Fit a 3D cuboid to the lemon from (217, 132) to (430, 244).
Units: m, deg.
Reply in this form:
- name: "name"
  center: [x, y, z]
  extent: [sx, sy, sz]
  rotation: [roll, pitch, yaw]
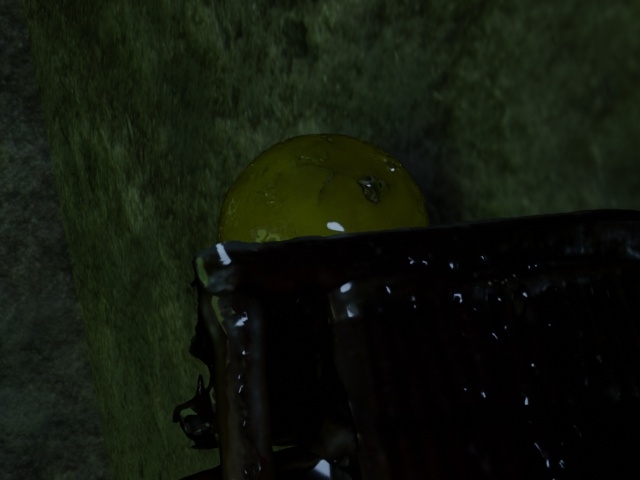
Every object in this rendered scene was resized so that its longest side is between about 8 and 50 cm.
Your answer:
- name: "lemon"
  center: [0.000, 0.000, 0.742]
  extent: [0.206, 0.173, 0.174]
  rotation: [173, 89, -73]

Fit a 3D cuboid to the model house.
- name: "model house"
  center: [0.079, 0.161, 0.452]
  extent: [0.317, 0.297, 0.283]
  rotation: [110, 145, -65]
